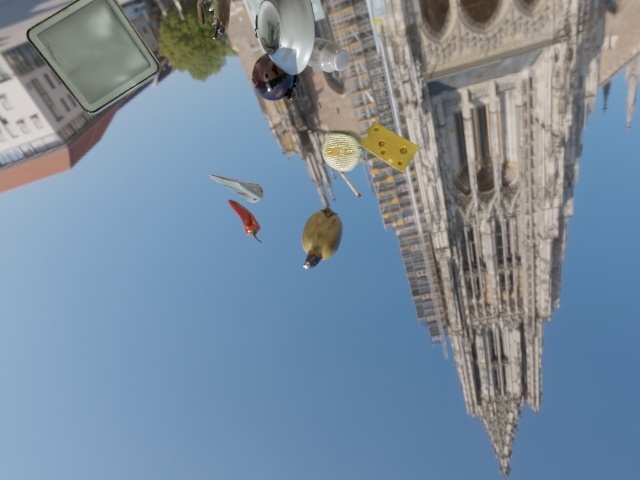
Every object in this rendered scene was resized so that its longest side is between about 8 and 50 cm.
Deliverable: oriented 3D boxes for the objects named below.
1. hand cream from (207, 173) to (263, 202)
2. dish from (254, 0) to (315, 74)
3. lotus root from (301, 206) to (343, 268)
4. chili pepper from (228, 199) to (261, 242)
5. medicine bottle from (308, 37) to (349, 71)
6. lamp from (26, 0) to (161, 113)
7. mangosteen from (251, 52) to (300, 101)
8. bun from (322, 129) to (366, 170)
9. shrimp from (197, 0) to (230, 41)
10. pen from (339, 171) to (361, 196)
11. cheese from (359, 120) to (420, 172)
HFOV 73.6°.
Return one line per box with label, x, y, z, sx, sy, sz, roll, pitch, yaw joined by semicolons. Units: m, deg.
hand cream;-0.291;-0.198;1.588;0.124;0.340;0.078;18;-90;12
dish;-0.143;-0.740;1.485;0.106;0.317;0.316;-18;-151;-30
lotus root;0.000;0.000;1.945;0.182;0.183;0.310;-1;-126;27
chili pepper;-0.303;-0.087;1.751;0.063;0.071;0.272;-51;-125;19
medicine bottle;0.032;-0.872;2.022;0.135;0.135;0.215;-37;-131;-23
lamp;-0.651;-0.547;1.247;0.269;0.266;0.047;-34;-160;-4
mangosteen;-0.191;-0.693;1.817;0.209;0.210;0.210;-14;-145;10
bun;0.132;-0.492;2.272;0.243;0.244;0.153;0;-156;27
shrimp;-0.483;-1.026;1.916;0.173;0.253;0.058;11;-176;14
pen;0.167;-0.355;2.565;0.028;0.028;0.239;-32;-104;-16
cheese;0.217;-0.299;1.363;0.093;0.171;0.126;-57;175;13
